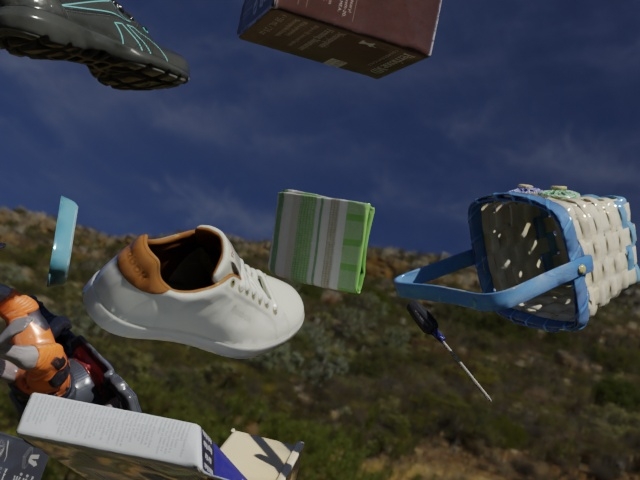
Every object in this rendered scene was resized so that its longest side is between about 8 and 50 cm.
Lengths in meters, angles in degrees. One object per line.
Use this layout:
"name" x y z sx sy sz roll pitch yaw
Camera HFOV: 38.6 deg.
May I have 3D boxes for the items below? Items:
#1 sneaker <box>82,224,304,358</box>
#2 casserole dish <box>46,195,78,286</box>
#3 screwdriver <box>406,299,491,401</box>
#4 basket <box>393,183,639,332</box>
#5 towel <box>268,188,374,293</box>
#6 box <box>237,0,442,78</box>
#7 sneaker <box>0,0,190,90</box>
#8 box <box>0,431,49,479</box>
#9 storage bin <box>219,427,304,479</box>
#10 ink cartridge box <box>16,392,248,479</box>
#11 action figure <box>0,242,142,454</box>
"sneaker" -0.099 0.052 0.978 0.290 0.106 0.123 9 -46 -50
"casserole dish" -0.490 0.004 1.741 0.037 0.188 0.114 9 -33 -16
"screwdriver" 0.172 0.142 1.201 0.170 0.025 0.024 47 -20 22
"basket" 0.276 0.031 1.288 0.255 0.289 0.201 7 -62 61
"towel" 0.000 0.000 1.129 0.152 0.113 0.023 12 6 41
"box" 0.027 -0.315 1.124 0.203 0.167 0.168 13 -5 -19
"sneaker" -0.240 -0.237 1.010 0.101 0.106 0.267 -5 -10 32
"box" -0.630 0.451 1.769 0.093 0.156 0.158 2 -23 39
"storage bin" -0.130 0.446 1.356 0.123 0.260 0.262 13 8 7
"ink cartridge box" -0.136 0.214 0.858 0.224 0.045 0.223 10 -26 14
"action figure" -0.404 0.168 1.262 0.341 0.178 0.330 31 -33 42
